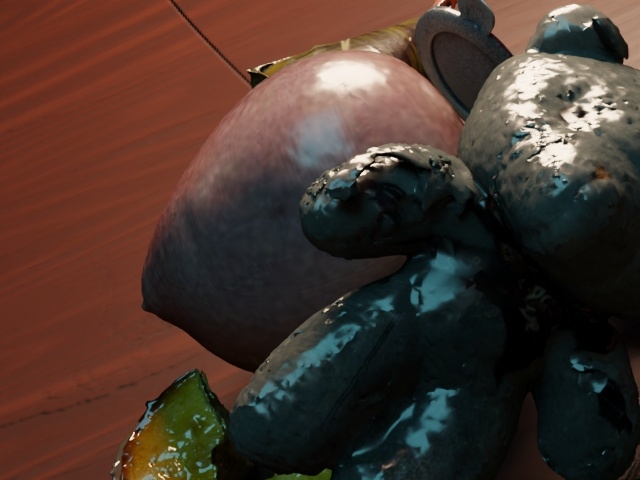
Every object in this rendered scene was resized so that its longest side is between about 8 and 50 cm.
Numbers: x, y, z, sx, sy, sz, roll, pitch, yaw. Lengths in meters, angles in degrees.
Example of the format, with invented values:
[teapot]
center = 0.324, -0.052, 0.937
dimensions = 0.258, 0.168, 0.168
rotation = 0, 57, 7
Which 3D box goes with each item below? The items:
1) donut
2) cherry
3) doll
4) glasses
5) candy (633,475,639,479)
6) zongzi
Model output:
[donut]
center = -0.048, 0.163, 1.266
dimensions = 0.181, 0.078, 0.146
rotation = 8, 51, 31
[cherry]
center = 0.011, 0.000, 1.300
dimensions = 0.206, 0.239, 0.239
rotation = 38, 68, 17
[doll]
center = 0.110, 0.029, 1.127
dimensions = 0.340, 0.246, 0.158
rotation = -42, 1, -22
[glasses]
center = 0.210, -0.141, 1.331
dimensions = 0.268, 0.234, 0.118
rotation = -52, 8, -27
[candy]
center = 0.183, 0.177, 1.092
dimensions = 0.141, 0.078, 0.203
rotation = -17, 15, -1
[zongzi]
center = 0.058, -0.095, 1.503
dimensions = 0.184, 0.084, 0.187
rotation = -21, 43, -6
